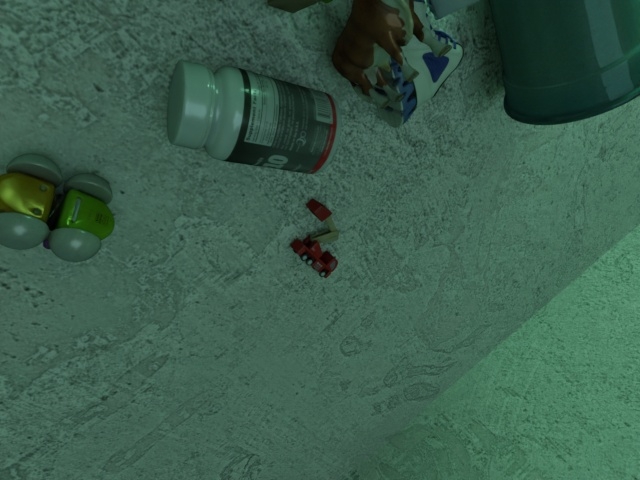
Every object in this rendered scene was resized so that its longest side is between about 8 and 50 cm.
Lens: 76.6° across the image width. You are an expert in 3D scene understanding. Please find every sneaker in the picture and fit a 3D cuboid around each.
[{"bbox_3d":[0.194,-0.413,0.840,0.182,0.127,0.315,-32,137,-15],"label":"sneaker"}]

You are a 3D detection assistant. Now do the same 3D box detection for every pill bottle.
[{"bbox_3d":[-0.119,-0.217,0.737,0.284,0.161,0.161,3,117,-32],"label":"pill bottle"}]

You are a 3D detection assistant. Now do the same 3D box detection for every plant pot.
[{"bbox_3d":[0.527,-0.490,0.866,0.341,0.341,0.334,-41,123,-3],"label":"plant pot"}]

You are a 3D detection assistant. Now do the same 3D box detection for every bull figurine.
[{"bbox_3d":[0.105,-0.348,0.694,0.101,0.310,0.188,-39,94,-9],"label":"bull figurine"}]

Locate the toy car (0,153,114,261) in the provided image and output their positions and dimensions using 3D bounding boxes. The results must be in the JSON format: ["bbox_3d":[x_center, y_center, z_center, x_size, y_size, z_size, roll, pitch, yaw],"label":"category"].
[{"bbox_3d":[-0.450,-0.039,0.677,0.182,0.159,0.136,21,141,-39],"label":"toy car"}]

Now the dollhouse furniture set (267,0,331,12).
[{"bbox_3d":[-0.078,-0.540,0.624,0.198,0.151,0.301,-11,103,-43],"label":"dollhouse furniture set"}]

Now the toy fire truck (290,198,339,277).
[{"bbox_3d":[0.000,0.000,1.019,0.135,0.047,0.192,-46,132,0],"label":"toy fire truck"}]

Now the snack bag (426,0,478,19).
[{"bbox_3d":[0.271,-0.538,0.639,0.323,0.343,0.037,37,62,-43],"label":"snack bag"}]
